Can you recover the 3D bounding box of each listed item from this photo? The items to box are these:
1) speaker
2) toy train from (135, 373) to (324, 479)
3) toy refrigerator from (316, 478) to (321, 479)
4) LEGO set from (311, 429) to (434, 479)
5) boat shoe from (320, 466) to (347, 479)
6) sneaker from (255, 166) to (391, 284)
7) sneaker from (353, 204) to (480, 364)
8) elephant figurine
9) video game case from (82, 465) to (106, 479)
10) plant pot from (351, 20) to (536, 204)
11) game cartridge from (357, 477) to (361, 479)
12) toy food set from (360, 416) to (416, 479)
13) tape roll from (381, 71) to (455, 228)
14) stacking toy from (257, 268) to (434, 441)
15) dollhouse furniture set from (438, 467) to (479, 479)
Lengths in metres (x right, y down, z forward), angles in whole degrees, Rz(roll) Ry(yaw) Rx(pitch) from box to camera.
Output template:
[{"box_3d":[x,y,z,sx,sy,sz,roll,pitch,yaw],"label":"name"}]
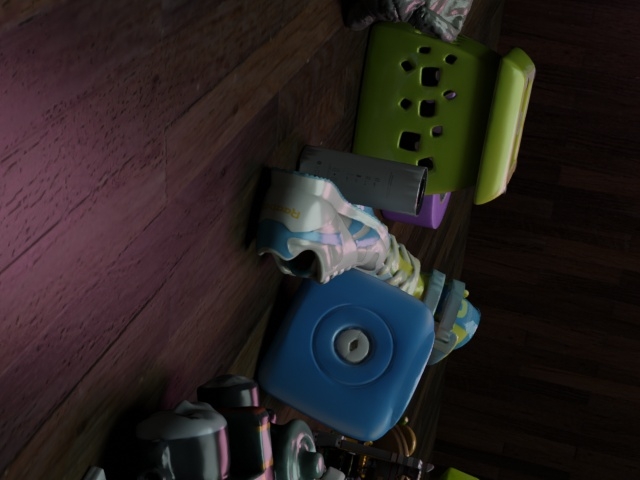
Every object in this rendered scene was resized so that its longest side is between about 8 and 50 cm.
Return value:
[{"box_3d":[0.045,-0.064,1.057,0.055,0.136,0.055,11,90,-77],"label":"speaker"},{"box_3d":[-0.076,0.278,0.770,0.190,0.142,0.334,-4,90,-71],"label":"toy train"},{"box_3d":[-0.059,0.290,1.032,0.269,0.094,0.102,56,48,-71],"label":"toy refrigerator"},{"box_3d":[0.064,0.432,1.454,0.255,0.192,0.331,74,31,-64],"label":"LEGO set"},{"box_3d":[0.009,0.326,1.008,0.078,0.070,0.219,-47,153,-56],"label":"boat shoe"},{"box_3d":[0.000,0.000,1.018,0.228,0.087,0.092,31,74,-59],"label":"sneaker"},{"box_3d":[0.099,0.037,1.216,0.319,0.208,0.127,83,24,-52],"label":"sneaker"},{"box_3d":[0.093,-0.294,1.093,0.169,0.186,0.239,-20,-149,53],"label":"elephant figurine"},{"box_3d":[-0.169,0.231,0.698,0.087,0.011,0.122,-64,161,-45],"label":"video game case"},{"box_3d":[0.174,-0.174,1.352,0.227,0.207,0.228,-42,143,-69],"label":"plant pot"},{"box_3d":[0.099,0.357,1.796,0.230,0.068,0.355,85,21,-54],"label":"game cartridge"},{"box_3d":[0.107,0.349,1.601,0.038,0.132,0.192,9,63,-40],"label":"toy food set"},{"box_3d":[0.176,-0.161,1.624,0.275,0.090,0.275,12,90,-76],"label":"tape roll"},{"box_3d":[0.020,0.161,1.199,0.175,0.165,0.302,-63,177,-20],"label":"stacking toy"},{"box_3d":[0.173,0.524,1.517,0.301,0.151,0.197,-59,-179,39],"label":"dollhouse furniture set"}]
